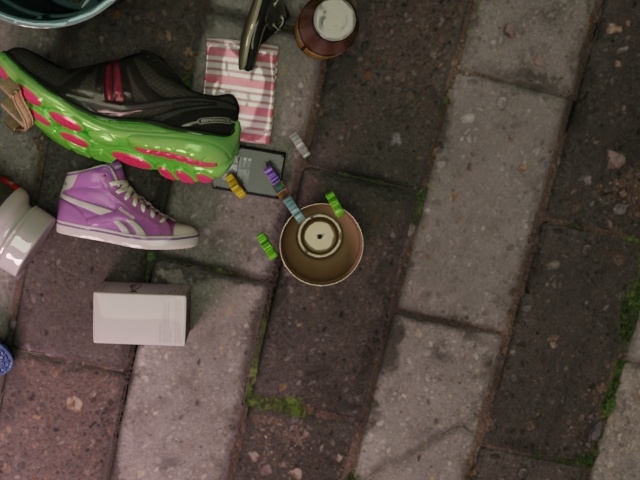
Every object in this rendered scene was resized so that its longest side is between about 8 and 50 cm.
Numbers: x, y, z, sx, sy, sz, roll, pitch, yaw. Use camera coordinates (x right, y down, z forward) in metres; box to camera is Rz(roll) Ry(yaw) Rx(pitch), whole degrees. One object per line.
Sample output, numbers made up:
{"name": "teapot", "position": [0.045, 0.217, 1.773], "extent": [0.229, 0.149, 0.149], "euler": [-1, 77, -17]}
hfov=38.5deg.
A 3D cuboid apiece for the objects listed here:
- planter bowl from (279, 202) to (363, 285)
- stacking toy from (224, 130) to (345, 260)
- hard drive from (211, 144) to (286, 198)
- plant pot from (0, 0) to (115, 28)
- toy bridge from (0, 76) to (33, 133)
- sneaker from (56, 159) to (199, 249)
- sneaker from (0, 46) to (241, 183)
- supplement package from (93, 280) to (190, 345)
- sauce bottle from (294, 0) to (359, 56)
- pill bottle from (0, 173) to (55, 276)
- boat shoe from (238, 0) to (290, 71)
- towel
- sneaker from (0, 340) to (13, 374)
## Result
{"name": "planter bowl", "position": [0.000, 0.000, 1.804], "extent": [0.162, 0.109, 0.162], "euler": [0, 99, -2]}
{"name": "stacking toy", "position": [-0.067, -0.085, 1.734], "extent": [0.167, 0.052, 0.221], "euler": [-32, 59, 3]}
{"name": "hard drive", "position": [-0.141, -0.139, 1.816], "extent": [0.135, 0.022, 0.094], "euler": [10, 99, -4]}
{"name": "plant pot", "position": [-0.444, -0.529, 1.575], "extent": [0.341, 0.334, 0.341], "euler": [-1, 100, -3]}
{"name": "toy bridge", "position": [-0.561, -0.238, 1.698], "extent": [0.063, 0.188, 0.026], "euler": [45, 68, -1]}
{"name": "sneaker", "position": [-0.367, -0.071, 1.781], "extent": [0.282, 0.102, 0.161], "euler": [10, 97, -4]}
{"name": "sneaker", "position": [-0.374, -0.260, 1.730], "extent": [0.482, 0.185, 0.202], "euler": [20, 65, 1]}
{"name": "supplement package", "position": [-0.352, 0.144, 1.816], "extent": [0.179, 0.105, 0.105], "euler": [2, 100, -4]}
{"name": "sauce bottle", "position": [0.013, -0.377, 1.618], "extent": [0.111, 0.344, 0.112], "euler": [-1, 101, -5]}
{"name": "pill bottle", "position": [-0.659, -0.066, 1.737], "extent": [0.283, 0.161, 0.161], "euler": [34, 97, -8]}
{"name": "boat shoe", "position": [-0.097, -0.426, 1.731], "extent": [0.079, 0.084, 0.233], "euler": [19, 88, -16]}
{"name": "towel", "position": [-0.159, -0.290, 1.785], "extent": [0.144, 0.029, 0.197], "euler": [5, 100, -4]}
{"name": "sneaker", "position": [-0.714, 0.183, 1.827], "extent": [0.081, 0.090, 0.232], "euler": [-46, 120, 5]}
